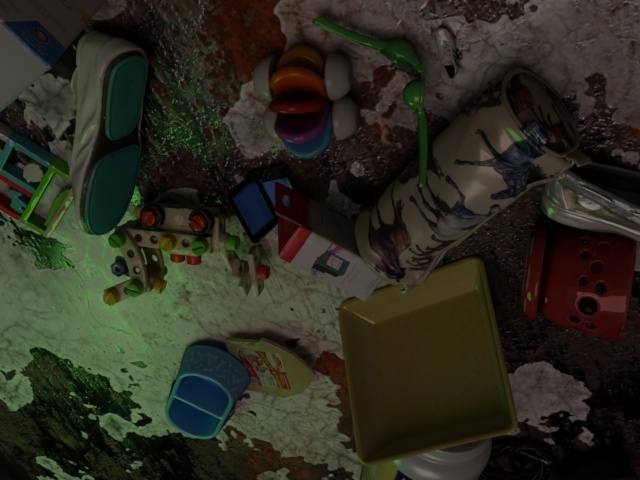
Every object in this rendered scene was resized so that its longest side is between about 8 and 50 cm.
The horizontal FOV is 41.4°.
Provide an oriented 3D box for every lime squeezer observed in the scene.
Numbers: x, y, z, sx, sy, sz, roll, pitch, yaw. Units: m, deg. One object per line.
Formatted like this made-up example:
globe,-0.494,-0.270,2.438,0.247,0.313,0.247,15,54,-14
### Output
lime squeezer,0.119,-0.239,1.310,0.310,0.110,0.059,57,162,-5

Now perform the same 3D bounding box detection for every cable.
cable,0.438,0.514,1.929,0.184,0.047,0.150,-13,125,25

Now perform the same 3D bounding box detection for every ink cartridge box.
ink cartridge box,-0.472,-0.346,1.300,0.168,0.233,0.171,-27,119,35
ink cartridge box,0.000,0.000,1.517,0.231,0.134,0.078,28,114,-17

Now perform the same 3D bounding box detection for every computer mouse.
computer mouse,0.580,0.543,1.889,0.188,0.072,0.272,13,143,-34

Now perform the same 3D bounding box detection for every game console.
game console,-0.093,-0.066,1.551,0.107,0.071,0.122,-10,127,23

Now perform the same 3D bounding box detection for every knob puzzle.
knob puzzle,-0.100,0.277,1.871,0.213,0.030,0.213,13,135,13

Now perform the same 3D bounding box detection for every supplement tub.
supplement tub,0.225,0.459,1.807,0.241,0.241,0.331,14,133,3

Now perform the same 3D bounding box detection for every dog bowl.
dog bowl,-0.269,0.357,1.947,0.166,0.074,0.297,26,135,-1

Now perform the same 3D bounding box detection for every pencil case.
pencil case,0.229,-0.081,1.380,0.160,0.183,0.410,-4,150,-45

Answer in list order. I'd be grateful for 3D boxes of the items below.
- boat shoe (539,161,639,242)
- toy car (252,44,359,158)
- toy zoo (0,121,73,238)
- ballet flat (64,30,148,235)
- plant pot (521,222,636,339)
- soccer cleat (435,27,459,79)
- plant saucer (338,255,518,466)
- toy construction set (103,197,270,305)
boat shoe,0.521,-0.067,1.360,0.320,0.118,0.103,13,136,14
toy car,-0.028,-0.212,1.362,0.159,0.136,0.182,0,130,15
toy zoo,-0.623,-0.141,1.654,0.293,0.030,0.192,33,130,-13
ballet flat,-0.390,-0.192,1.500,0.139,0.139,0.400,18,128,-1
plant pot,0.436,0.066,1.445,0.174,0.191,0.191,6,131,14
soccer cleat,0.196,-0.287,1.305,0.029,0.036,0.083,-7,128,20
plant saucer,0.207,0.235,1.610,0.332,0.333,0.081,-22,152,31
toy construction set,-0.263,0.029,1.625,0.327,0.151,0.215,1,106,4
